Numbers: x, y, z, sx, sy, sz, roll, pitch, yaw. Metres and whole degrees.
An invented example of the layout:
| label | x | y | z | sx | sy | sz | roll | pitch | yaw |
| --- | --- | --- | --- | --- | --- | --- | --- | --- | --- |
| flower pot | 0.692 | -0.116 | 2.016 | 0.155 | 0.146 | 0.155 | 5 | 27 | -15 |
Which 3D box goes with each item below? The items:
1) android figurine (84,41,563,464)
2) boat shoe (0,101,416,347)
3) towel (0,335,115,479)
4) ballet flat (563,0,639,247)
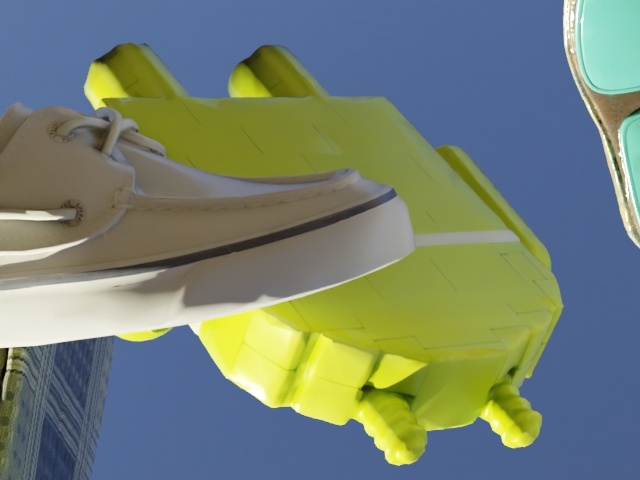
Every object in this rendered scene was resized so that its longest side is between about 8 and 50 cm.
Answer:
| label | x | y | z | sx | sy | sz | roll | pitch | yaw |
| --- | --- | --- | --- | --- | --- | --- | --- | --- | --- |
| android figurine | 0.000 | 0.000 | 0.822 | 0.273 | 0.248 | 0.056 | 51 | -49 | 38 |
| boat shoe | -0.100 | -0.011 | 0.684 | 0.267 | 0.096 | 0.088 | -7 | -83 | 13 |
| towel | -0.207 | 0.108 | 1.310 | 0.056 | 0.312 | 0.324 | 5 | -112 | 5 |
| ballet flat | 0.284 | -0.147 | 1.581 | 0.123 | 0.348 | 0.123 | -13 | -149 | 8 |
